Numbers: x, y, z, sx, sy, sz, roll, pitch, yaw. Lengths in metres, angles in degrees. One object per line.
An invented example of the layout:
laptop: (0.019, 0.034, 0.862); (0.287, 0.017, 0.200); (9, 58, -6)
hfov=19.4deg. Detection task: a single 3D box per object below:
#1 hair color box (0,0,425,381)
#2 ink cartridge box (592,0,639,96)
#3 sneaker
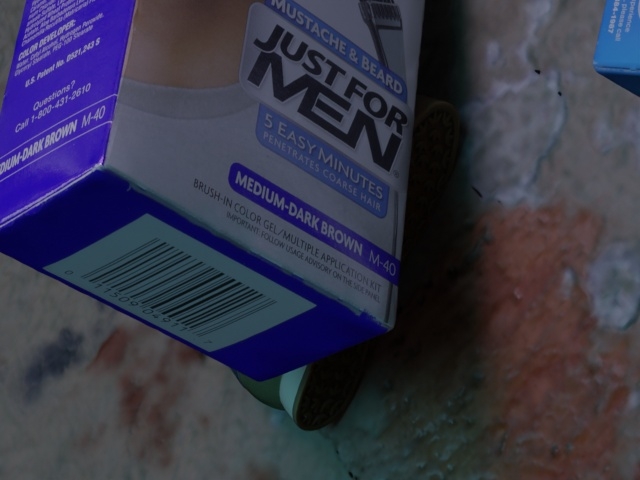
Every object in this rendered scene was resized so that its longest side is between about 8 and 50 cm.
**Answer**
hair color box: (-0.045, -0.122, 0.959); (0.110, 0.185, 0.338); (-26, 47, 40)
ink cartridge box: (0.237, -0.129, 0.863); (0.191, 0.082, 0.139); (9, 83, 38)
sneaker: (0.000, 0.000, 1.022); (0.086, 0.064, 0.192); (26, 96, 37)
